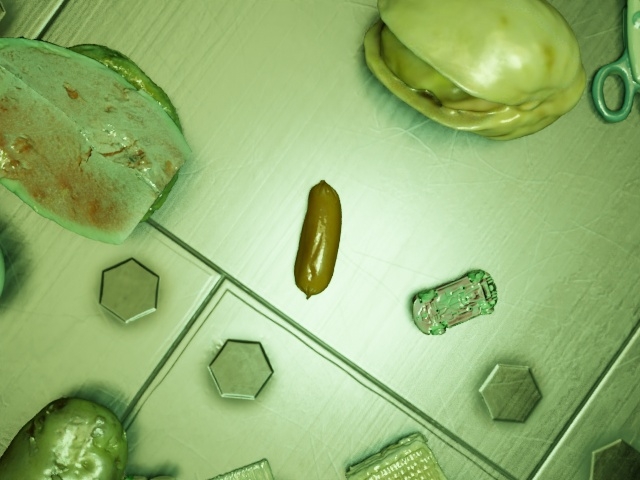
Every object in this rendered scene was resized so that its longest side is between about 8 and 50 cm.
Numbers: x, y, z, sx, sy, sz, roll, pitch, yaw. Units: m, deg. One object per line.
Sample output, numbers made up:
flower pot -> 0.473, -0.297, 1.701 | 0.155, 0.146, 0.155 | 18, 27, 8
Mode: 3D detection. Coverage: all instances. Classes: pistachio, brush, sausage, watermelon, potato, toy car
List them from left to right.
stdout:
potato -> -0.388, 0.339, 1.425 | 0.165, 0.165, 0.262 | 45, 83, -2
watermelon -> -0.338, -0.149, 1.344 | 0.305, 0.180, 0.224 | 37, 77, -11
brush -> -0.082, 0.473, 1.518 | 0.103, 0.013, 0.272 | -20, 92, -2
sausage -> 0.000, 0.000, 1.499 | 0.062, 0.054, 0.183 | 14, 87, -31
toy car -> 0.199, 0.092, 1.510 | 0.142, 0.055, 0.069 | -21, 100, -13
pistachio -> 0.222, -0.266, 1.430 | 0.321, 0.229, 0.238 | 21, 47, 2

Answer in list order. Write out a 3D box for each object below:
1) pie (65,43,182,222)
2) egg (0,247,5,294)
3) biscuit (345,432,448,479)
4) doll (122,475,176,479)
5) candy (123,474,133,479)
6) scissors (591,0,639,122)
pie -> -0.333, -0.148, 1.475 | 0.277, 0.078, 0.277 | -1, 95, -6
egg -> -0.564, 0.015, 1.405 | 0.264, 0.183, 0.183 | 36, 89, 4
biscuit -> 0.192, 0.501, 1.499 | 0.144, 0.078, 0.426 | -29, 92, -4
doll -> -0.254, 0.483, 1.461 | 0.154, 0.119, 0.278 | -11, 85, 11
candy -> -0.338, 0.444, 1.410 | 0.093, 0.092, 0.335 | 16, 119, -36
scissors -> 0.483, -0.322, 1.527 | 0.138, 0.041, 0.289 | 0, 91, 5
